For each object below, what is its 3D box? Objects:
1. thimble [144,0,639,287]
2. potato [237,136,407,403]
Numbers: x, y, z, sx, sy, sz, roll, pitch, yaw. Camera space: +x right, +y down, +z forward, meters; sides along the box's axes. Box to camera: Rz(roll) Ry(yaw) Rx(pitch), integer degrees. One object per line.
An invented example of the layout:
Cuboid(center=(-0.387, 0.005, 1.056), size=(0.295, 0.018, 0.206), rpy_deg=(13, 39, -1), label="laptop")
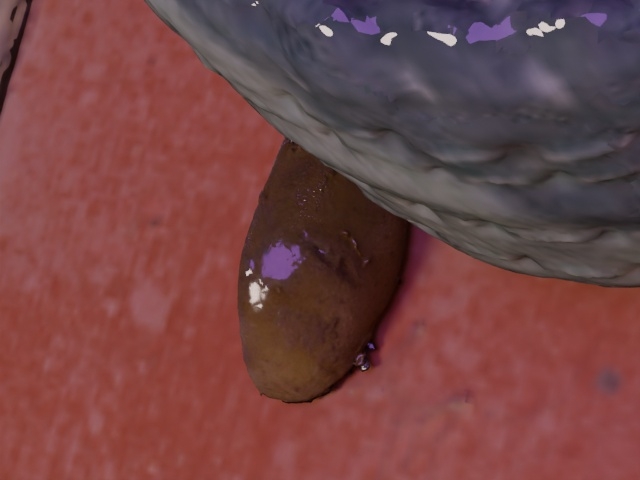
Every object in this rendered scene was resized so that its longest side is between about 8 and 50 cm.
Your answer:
Cuboid(center=(0.055, -0.106, 0.477), size=(0.250, 0.172, 0.205), rpy_deg=(36, 91, 29), label="thimble")
Cuboid(center=(0.001, 0.001, 0.552), size=(0.037, 0.036, 0.093), rpy_deg=(6, 79, 34), label="potato")
